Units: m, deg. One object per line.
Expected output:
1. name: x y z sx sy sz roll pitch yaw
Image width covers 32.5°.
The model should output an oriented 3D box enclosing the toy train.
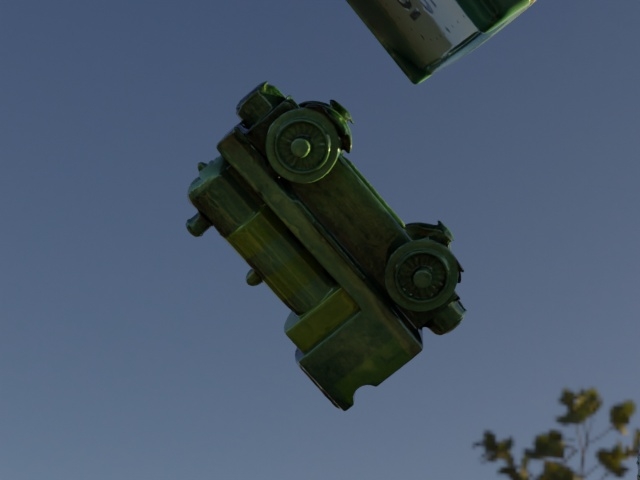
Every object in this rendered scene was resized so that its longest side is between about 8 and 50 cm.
1. toy train: 0.000 0.000 0.704 0.132 0.083 0.200 -40 -85 12

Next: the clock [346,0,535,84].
1. clock: 0.041 -0.242 0.677 0.262 0.116 0.231 52 -6 -3

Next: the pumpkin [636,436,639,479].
1. pumpkin: 0.344 0.176 0.700 0.296 0.295 0.295 8 -31 5
